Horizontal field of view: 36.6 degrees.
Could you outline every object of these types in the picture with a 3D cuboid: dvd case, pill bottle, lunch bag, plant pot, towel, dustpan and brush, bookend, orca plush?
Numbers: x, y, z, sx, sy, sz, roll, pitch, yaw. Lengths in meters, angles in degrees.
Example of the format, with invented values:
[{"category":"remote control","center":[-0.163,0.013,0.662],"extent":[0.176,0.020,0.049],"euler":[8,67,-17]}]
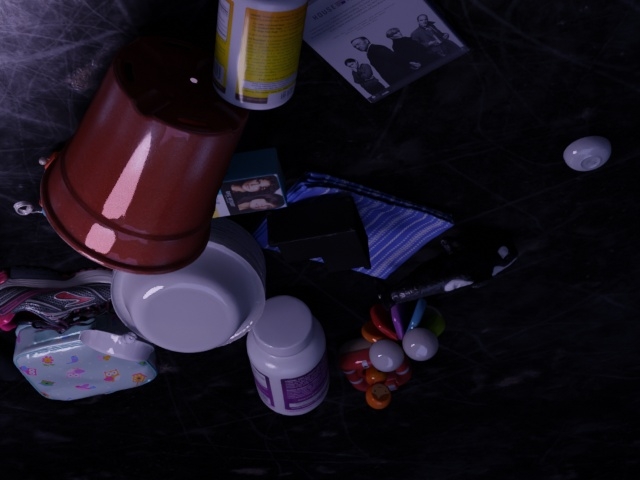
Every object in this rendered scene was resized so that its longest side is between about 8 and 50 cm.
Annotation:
[{"category":"dvd case","center":[0.081,-0.305,1.399],"extent":[0.179,0.029,0.239],"euler":[-25,141,27]},{"category":"pill bottle","center":[-0.069,0.244,2.080],"extent":[0.169,0.169,0.301],"euler":[-5,147,-1]},{"category":"lunch bag","center":[-0.492,0.231,2.050],"extent":[0.279,0.107,0.224],"euler":[-12,140,6]},{"category":"plant pot","center":[-0.242,-0.135,1.420],"extent":[0.272,0.272,0.265],"euler":[12,135,-25]},{"category":"pill bottle","center":[-0.080,-0.291,1.295],"extent":[0.117,0.117,0.215],"euler":[2,132,-11]},{"category":"towel","center":[0.053,-0.017,1.823],"extent":[0.336,0.040,0.243],"euler":[15,142,-29]},{"category":"dustpan and brush","center":[-0.379,0.195,1.857],"extent":[0.147,0.060,0.211],"euler":[18,176,-18]},{"category":"bookend","center":[0.000,0.000,1.745],"extent":[0.156,0.072,0.157],"euler":[-10,150,10]},{"category":"orca plush","center":[0.239,0.033,1.884],"extent":[0.287,0.151,0.102],"euler":[-15,111,8]}]

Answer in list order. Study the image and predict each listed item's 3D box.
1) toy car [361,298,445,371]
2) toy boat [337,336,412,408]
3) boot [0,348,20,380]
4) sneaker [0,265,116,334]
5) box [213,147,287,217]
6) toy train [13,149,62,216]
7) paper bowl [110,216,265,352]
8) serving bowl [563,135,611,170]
[{"category":"toy car","center":[0.173,0.184,2.075],"extent":[0.182,0.159,0.136],"euler":[-21,107,23]},{"category":"toy boat","center":[0.128,0.316,2.234],"extent":[0.151,0.151,0.231],"euler":[-14,146,12]},{"category":"boot","center":[-0.792,0.266,2.068],"extent":[0.247,0.094,0.207],"euler":[-15,142,4]},{"category":"sneaker","center":[-0.484,0.128,1.893],"extent":[0.299,0.112,0.121],"euler":[0,145,-11]},{"category":"box","center":[-0.185,-0.089,1.656],"extent":[0.244,0.060,0.100],"euler":[-9,147,5]},{"category":"toy train","center":[-0.438,-0.095,1.627],"extent":[0.125,0.046,0.166],"euler":[23,134,-34]},{"category":"paper bowl","center":[-0.243,0.094,1.782],"extent":[0.284,0.148,0.284],"euler":[-1,130,-2]},{"category":"serving bowl","center":[0.471,-0.147,1.699],"extent":[0.083,0.027,0.083],"euler":[-5,147,-3]}]
